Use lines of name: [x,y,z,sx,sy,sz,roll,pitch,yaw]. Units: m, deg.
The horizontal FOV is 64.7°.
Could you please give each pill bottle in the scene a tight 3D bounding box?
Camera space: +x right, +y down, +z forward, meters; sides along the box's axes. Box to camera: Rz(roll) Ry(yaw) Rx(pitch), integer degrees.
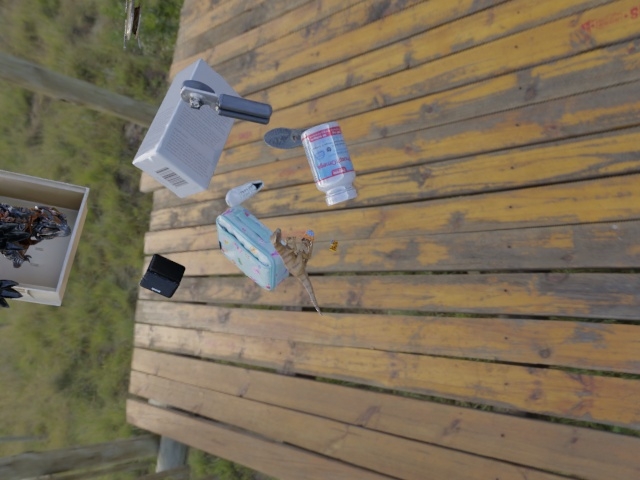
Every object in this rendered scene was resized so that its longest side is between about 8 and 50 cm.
pill bottle: [0.022,-0.157,1.052,0.087,0.087,0.160,-17,93,39]

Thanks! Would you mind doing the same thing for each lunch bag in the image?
lunch bag: [-0.228,0.019,1.663,0.279,0.108,0.224,37,150,20]

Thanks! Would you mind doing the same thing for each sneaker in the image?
sneaker: [-0.240,-0.157,1.608,0.061,0.152,0.054,-17,109,45]
sneaker: [-0.115,-0.376,1.917,0.118,0.221,0.083,174,90,-71]

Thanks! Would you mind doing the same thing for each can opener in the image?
can opener: [-0.289,-0.438,1.566,0.076,0.283,0.095,127,150,-63]

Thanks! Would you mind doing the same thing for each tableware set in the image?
tableware set: [-0.403,-0.528,1.117,0.128,0.039,0.194,-32,58,57]

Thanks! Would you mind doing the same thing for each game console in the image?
game console: [-0.550,0.125,1.762,0.107,0.122,0.071,-53,23,23]

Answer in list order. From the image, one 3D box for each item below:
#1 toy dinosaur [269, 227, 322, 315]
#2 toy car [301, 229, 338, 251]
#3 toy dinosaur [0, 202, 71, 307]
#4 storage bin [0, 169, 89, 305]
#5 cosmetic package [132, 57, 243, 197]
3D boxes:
toy dinosaur: [-0.050,0.060,1.132,0.064,0.112,0.212,-21,111,38]
toy car: [0.000,0.000,1.498,0.122,0.060,0.041,20,79,13]
toy dinosaur: [-0.626,0.002,0.919,0.218,0.321,0.164,40,142,35]
storage bin: [-0.695,-0.009,1.152,0.123,0.260,0.262,133,144,-60]
cosmetic package: [-0.474,-0.411,1.856,0.161,0.230,0.454,-11,52,39]
